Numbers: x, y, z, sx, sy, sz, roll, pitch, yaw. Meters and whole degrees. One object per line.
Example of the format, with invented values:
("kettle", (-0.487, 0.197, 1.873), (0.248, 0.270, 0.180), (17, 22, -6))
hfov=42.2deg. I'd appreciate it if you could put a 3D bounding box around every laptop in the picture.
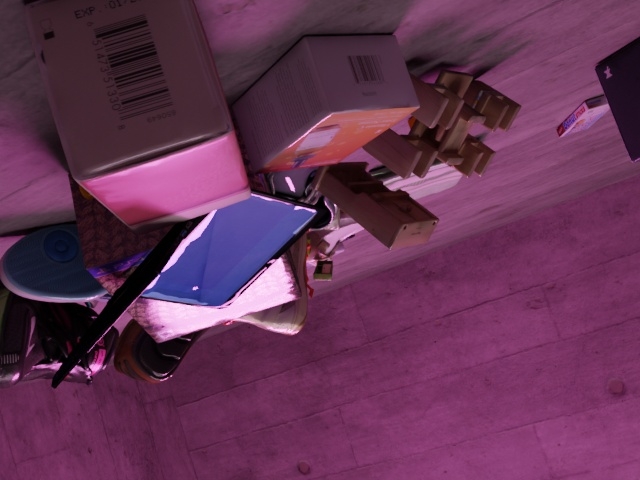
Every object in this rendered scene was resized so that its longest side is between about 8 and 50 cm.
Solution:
("laptop", (-0.142, 0.059, 0.939), (0.234, 0.137, 0.264), (-44, -167, 34))

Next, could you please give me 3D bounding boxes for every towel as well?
("towel", (0.201, -0.122, 1.716), (0.248, 0.038, 0.325), (-18, 171, -4))

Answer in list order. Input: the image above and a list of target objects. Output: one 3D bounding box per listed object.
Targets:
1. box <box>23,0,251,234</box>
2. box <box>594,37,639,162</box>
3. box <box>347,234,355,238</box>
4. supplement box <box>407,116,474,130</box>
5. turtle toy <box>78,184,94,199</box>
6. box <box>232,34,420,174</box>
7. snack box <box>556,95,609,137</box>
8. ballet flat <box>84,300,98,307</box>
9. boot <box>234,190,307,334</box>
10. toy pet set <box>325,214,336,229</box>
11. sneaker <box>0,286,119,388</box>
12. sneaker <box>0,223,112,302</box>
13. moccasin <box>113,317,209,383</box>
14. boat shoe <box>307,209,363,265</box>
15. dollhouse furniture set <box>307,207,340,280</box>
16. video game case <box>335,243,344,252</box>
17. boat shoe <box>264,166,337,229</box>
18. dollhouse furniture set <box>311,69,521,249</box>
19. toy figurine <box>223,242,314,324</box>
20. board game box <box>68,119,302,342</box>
("box", (-0.145, -0.109, 0.723), (0.127, 0.148, 0.232), (-18, 172, -4))
("box", (0.648, -0.264, 1.272), (0.294, 0.182, 0.296), (-11, 169, -31))
("box", (-0.042, 0.010, 2.017), (0.191, 0.045, 0.184), (-25, 171, 35))
("supplement box", (0.194, -0.188, 1.288), (0.098, 0.036, 0.062), (-14, 171, -29))
("turtle toy", (-0.224, -0.091, 0.896), (0.095, 0.066, 0.130), (-22, -162, 5))
("box", (0.003, -0.152, 0.942), (0.130, 0.091, 0.170), (-12, 169, -36))
("snack box", (0.526, -0.246, 1.643), (0.064, 0.022, 0.178), (-18, 171, -5))
("ballet flat", (-0.440, 0.086, 1.609), (0.068, 0.072, 0.213), (-27, 175, -15))
("boot", (-0.127, 0.020, 1.377), (0.204, 0.261, 0.095), (12, 154, -35))
("toy pet set", (0.014, -0.082, 1.589), (0.114, 0.065, 0.122), (-53, 172, 1))
("sneaker", (-0.506, 0.186, 1.586), (0.202, 0.185, 0.483), (12, -178, 2))
("sneaker", (-0.379, 0.053, 1.341), (0.319, 0.127, 0.208), (-9, 167, -41))
("moccasin", (-0.219, 0.089, 1.459), (0.147, 0.139, 0.380), (-5, -134, 53))
("boat shoe", (-0.008, 0.004, 1.758), (0.302, 0.103, 0.113), (-20, 162, 34))
("dollhouse furniture set", (0.000, 0.000, 1.657), (0.076, 0.151, 0.058), (1, -155, 5))
("video game case", (-0.145, 0.081, 2.283), (0.329, 0.036, 0.300), (-11, 168, -44))
("boat shoe", (-0.022, -0.084, 1.285), (0.116, 0.099, 0.319), (-17, 171, 3))
("dollhouse furniture set", (0.119, -0.135, 1.157), (0.212, 0.161, 0.242), (-8, 131, -51))
("toy figurine", (-0.172, 0.066, 1.677), (0.363, 0.191, 0.217), (-18, 176, 9))
("board game box", (-0.169, 0.000, 1.129), (0.232, 0.141, 0.291), (-18, 154, 0))
